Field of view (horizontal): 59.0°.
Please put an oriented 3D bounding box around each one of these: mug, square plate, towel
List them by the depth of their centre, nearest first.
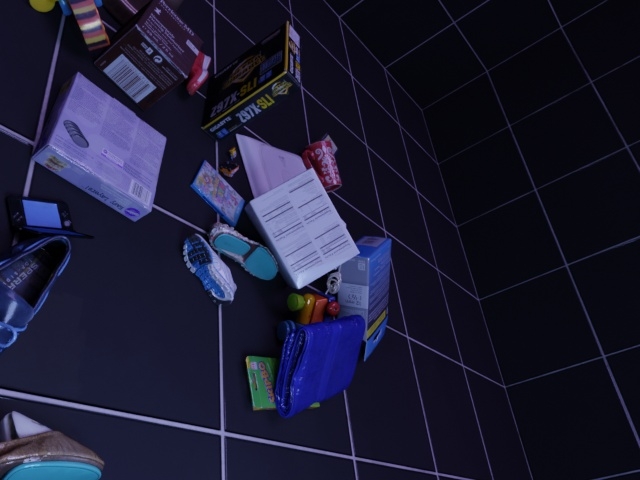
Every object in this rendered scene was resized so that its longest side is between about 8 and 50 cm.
[{"bbox_3d":[-0.001,0.303,1.439,0.308,0.076,0.228,2,105,-59],"label":"towel"},{"bbox_3d":[-0.110,-0.171,1.849,0.347,0.049,0.344,10,58,-57],"label":"square plate"},{"bbox_3d":[-0.005,-0.264,2.075,0.150,0.113,0.169,-13,80,-28],"label":"mug"}]

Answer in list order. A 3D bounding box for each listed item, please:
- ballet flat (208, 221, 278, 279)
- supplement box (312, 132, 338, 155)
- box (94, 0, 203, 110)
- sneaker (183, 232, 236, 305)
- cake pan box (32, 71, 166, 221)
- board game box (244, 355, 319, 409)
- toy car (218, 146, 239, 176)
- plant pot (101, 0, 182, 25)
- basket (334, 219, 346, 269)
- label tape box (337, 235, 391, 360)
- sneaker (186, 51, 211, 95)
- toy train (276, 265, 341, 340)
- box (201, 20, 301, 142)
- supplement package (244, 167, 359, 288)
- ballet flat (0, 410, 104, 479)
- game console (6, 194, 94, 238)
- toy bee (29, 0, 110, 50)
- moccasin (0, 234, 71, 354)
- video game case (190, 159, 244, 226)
[{"bbox_3d":[-0.202,0.020,1.493,0.241,0.091,0.077,42,8,-41],"label":"ballet flat"},{"bbox_3d":[0.018,-0.365,2.230,0.083,0.056,0.083,54,29,-16],"label":"supplement box"},{"bbox_3d":[-0.432,-0.479,1.441,0.168,0.167,0.203,44,33,-32],"label":"box"},{"bbox_3d":[-0.264,0.063,1.369,0.191,0.071,0.083,64,20,-15],"label":"sneaker"},{"bbox_3d":[-0.467,-0.203,1.247,0.267,0.070,0.246,37,39,-40],"label":"cake pan box"},{"bbox_3d":[-0.098,0.358,1.412,0.259,0.039,0.124,24,46,-54],"label":"board game box"},{"bbox_3d":[-0.251,-0.225,1.651,0.122,0.060,0.041,-67,156,-48],"label":"toy car"},{"bbox_3d":[-0.459,-0.730,1.554,0.263,0.229,0.263,39,37,-37],"label":"plant pot"},{"bbox_3d":[0.000,0.000,1.776,0.113,0.103,0.167,39,54,-46],"label":"basket"},{"bbox_3d":[0.145,0.182,1.865,0.249,0.115,0.348,-32,127,-63],"label":"label tape box"},{"bbox_3d":[-0.397,-0.513,1.648,0.128,0.087,0.221,35,25,-28],"label":"sneaker"},{"bbox_3d":[-0.028,0.165,1.537,0.143,0.105,0.248,14,92,-41],"label":"toy train"},{"bbox_3d":[-0.200,-0.464,1.659,0.079,0.321,0.257,39,36,-40],"label":"box"},{"bbox_3d":[-0.058,-0.029,1.569,0.263,0.198,0.199,61,-11,-4],"label":"supplement package"},{"bbox_3d":[-0.466,0.303,0.779,0.342,0.116,0.124,11,37,-52],"label":"ballet flat"},{"bbox_3d":[-0.497,-0.042,1.045,0.122,0.071,0.107,8,59,-58],"label":"game console"},{"bbox_3d":[-0.585,-0.597,1.300,0.298,0.195,0.162,43,-18,7],"label":"toy bee"},{"bbox_3d":[-0.505,0.093,0.861,0.138,0.116,0.342,47,31,-27],"label":"moccasin"},{"bbox_3d":[-0.280,-0.129,1.556,0.166,0.015,0.119,48,31,-27],"label":"video game case"}]
